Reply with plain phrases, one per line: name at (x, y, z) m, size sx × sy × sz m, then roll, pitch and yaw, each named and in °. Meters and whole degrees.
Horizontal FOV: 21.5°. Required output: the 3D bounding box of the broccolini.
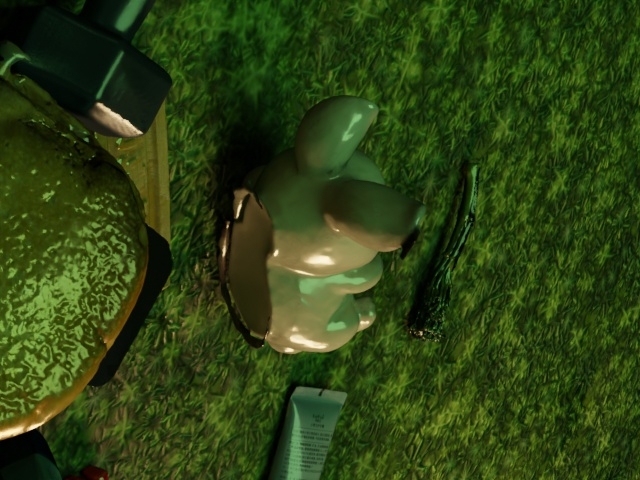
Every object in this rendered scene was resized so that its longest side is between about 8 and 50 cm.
broccolini at (0.162, 0.016, 2.127) m, size 0.054 × 0.051 × 0.239 m, roll 15°, pitch 98°, yaw -9°

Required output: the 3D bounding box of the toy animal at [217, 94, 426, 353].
toy animal at (-0.004, -0.004, 1.743) m, size 0.154 × 0.208 × 0.325 m, roll -20°, pitch 167°, yaw -27°

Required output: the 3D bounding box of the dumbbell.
dumbbell at (-0.155, -0.249, 1.480) m, size 0.156 × 0.143 × 0.316 m, roll 36°, pitch 79°, yaw -53°

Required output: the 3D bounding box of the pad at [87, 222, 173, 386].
pad at (-0.298, 0.077, 1.541) m, size 0.323 × 0.055 × 0.250 m, roll -51°, pitch 125°, yaw -5°

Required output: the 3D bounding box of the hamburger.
hamburger at (-0.292, 0.004, 1.357) m, size 0.290 × 0.170 × 0.314 m, roll 37°, pitch 75°, yaw -19°

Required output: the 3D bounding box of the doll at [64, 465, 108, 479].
doll at (-0.239, 0.333, 1.771) m, size 0.104 × 0.062 × 0.195 m, roll -40°, pitch 132°, yaw -58°

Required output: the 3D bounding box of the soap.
soap at (-0.191, -0.047, 1.637) m, size 0.092 × 0.037 × 0.252 m, roll -27°, pitch 129°, yaw -40°

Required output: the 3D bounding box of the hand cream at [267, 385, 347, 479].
hand cream at (-0.037, 0.307, 2.023) m, size 0.091 × 0.058 × 0.271 m, roll 13°, pitch 95°, yaw -42°

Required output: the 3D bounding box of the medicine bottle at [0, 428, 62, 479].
medicine bottle at (-0.341, 0.291, 1.587) m, size 0.258 × 0.124 × 0.079 m, roll -36°, pitch 140°, yaw -19°
